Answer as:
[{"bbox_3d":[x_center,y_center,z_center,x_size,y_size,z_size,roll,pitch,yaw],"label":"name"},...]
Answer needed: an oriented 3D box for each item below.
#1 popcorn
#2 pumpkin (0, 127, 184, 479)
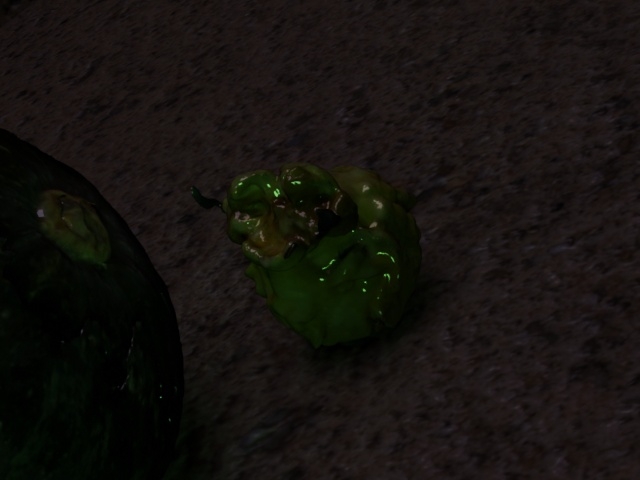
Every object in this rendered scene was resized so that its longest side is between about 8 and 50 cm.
[{"bbox_3d":[-0.004,0.009,1.487,0.173,0.195,0.168,40,110,40],"label":"popcorn"},{"bbox_3d":[-0.313,0.086,1.367,0.344,0.454,0.454,-36,25,12],"label":"pumpkin"}]
